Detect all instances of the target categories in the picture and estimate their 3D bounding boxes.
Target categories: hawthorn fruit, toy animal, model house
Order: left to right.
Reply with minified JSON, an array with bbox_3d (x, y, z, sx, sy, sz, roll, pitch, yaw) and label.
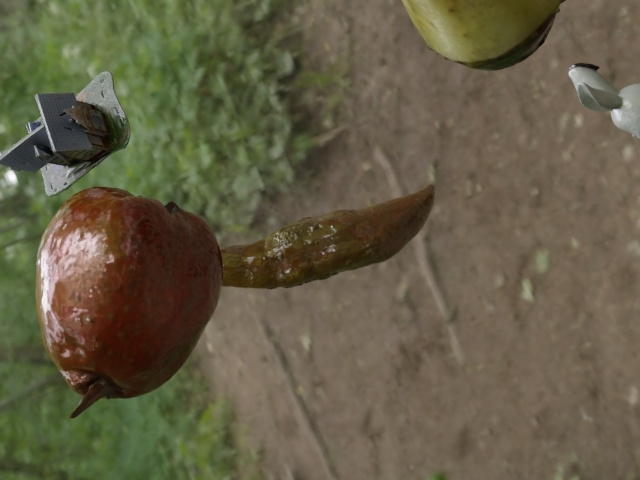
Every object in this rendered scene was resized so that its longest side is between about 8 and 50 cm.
[{"bbox_3d":[-0.340,-0.141,1.482,0.088,0.167,0.117,7,-121,-58],"label":"model house"},{"bbox_3d":[-0.228,0.076,1.286,0.210,0.210,0.262,69,-142,-71],"label":"hawthorn fruit"},{"bbox_3d":[0.454,-0.206,1.650,0.131,0.182,0.127,-69,-32,-57],"label":"toy animal"}]

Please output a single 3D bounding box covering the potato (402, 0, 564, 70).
[{"bbox_3d":[0.122,-0.318,1.005,0.242,0.285,0.242,25,175,2],"label":"potato"}]

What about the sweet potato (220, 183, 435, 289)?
[{"bbox_3d":[0.007,0.008,1.596,0.106,0.355,0.095,-112,5,-47],"label":"sweet potato"}]
